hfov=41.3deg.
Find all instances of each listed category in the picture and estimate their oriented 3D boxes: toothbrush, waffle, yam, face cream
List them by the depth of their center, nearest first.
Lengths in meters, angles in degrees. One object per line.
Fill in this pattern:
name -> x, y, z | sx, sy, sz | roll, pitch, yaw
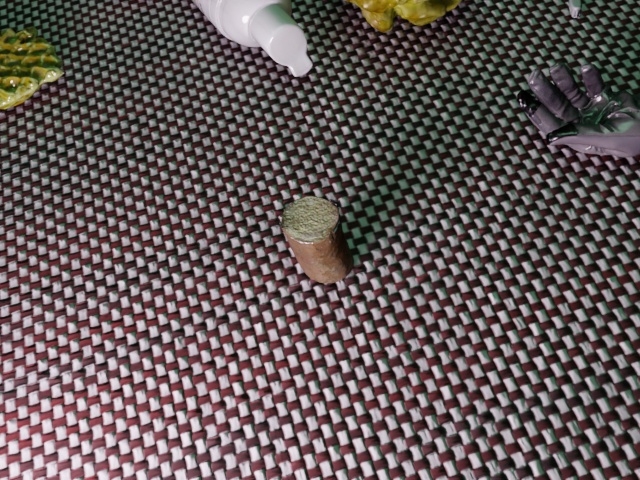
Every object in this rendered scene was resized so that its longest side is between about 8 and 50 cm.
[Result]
yam -> -0.003, 0.002, 1.152 | 0.084, 0.127, 0.084 | -6, 56, 8
face cream -> -0.132, -0.423, 1.479 | 0.145, 0.145, 0.370 | -30, 54, -14
waffle -> -0.574, -0.297, 1.505 | 0.223, 0.054, 0.204 | -30, 55, -17
toothbrush -> 0.446, -0.496, 1.530 | 0.021, 0.024, 0.288 | 1, 51, 6

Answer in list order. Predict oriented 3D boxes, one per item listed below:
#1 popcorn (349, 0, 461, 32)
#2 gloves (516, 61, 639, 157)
popcorn -> 0.119, -0.496, 1.428 | 0.247, 0.282, 0.282 | -37, 56, -4
gloves -> 0.426, -0.176, 1.234 | 0.285, 0.119, 0.142 | 19, 57, 4
